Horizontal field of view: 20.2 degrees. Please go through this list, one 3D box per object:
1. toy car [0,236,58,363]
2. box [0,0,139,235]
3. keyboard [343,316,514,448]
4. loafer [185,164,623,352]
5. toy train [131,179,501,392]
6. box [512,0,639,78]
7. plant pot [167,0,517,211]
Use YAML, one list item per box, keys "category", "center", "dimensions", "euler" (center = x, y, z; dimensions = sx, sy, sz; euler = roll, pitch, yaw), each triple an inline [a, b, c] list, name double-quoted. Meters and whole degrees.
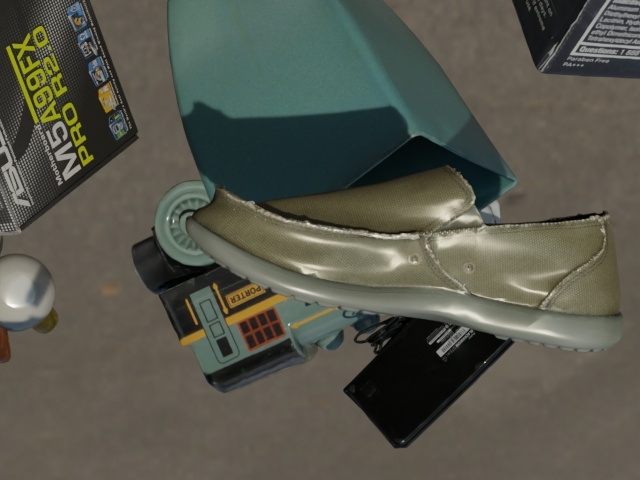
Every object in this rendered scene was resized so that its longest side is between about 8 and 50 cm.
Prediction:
- category: "toy car"
  center: [-0.354, 0.043, 1.803]
  dimensions: [0.136, 0.182, 0.159]
  euler: [-41, -177, -11]
- category: "box"
  center: [-0.282, -0.168, 1.629]
  dimensions: [0.060, 0.270, 0.216]
  euler: [-7, -158, 30]
- category: "keyboard"
  center: [0.105, 0.075, 1.470]
  dimensions: [0.192, 0.100, 0.038]
  euler: [-44, 156, 5]
- category: "loafer"
  center: [0.051, -0.002, 1.004]
  dimensions: [0.251, 0.087, 0.094]
  euler: [11, -176, -8]
- category: "toy train"
  center: [0.000, 0.000, 1.607]
  dimensions: [0.334, 0.190, 0.142]
  euler: [-24, 178, 9]
- category: "box"
  center: [0.315, -0.266, 1.249]
  dimensions: [0.296, 0.182, 0.294]
  euler: [0, 147, -24]
- category: "plant pot"
  center: [-0.005, -0.104, 1.322]
  dimensions: [0.166, 0.234, 0.165]
  euler: [-37, 154, 19]
